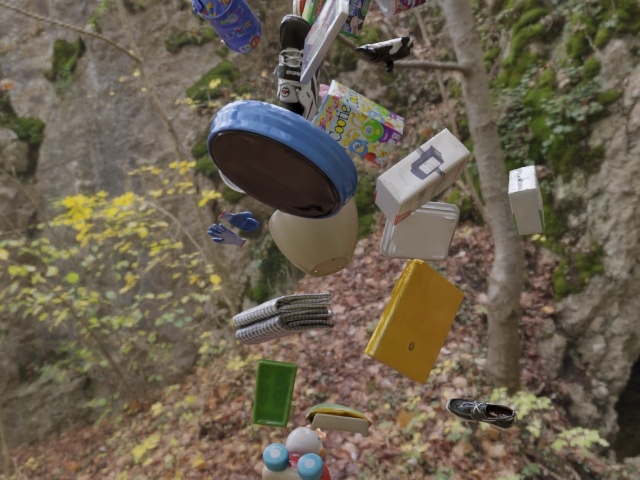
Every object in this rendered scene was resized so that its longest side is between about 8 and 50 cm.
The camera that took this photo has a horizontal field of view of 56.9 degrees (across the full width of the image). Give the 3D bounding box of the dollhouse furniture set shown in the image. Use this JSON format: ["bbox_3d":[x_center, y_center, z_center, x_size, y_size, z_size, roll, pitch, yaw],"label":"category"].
[{"bbox_3d":[-0.017,0.393,1.515,0.302,0.151,0.197,8,-7,-2],"label":"dollhouse furniture set"}]

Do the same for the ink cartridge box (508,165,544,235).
[{"bbox_3d":[0.661,-0.131,1.894,0.087,0.153,0.208,-10,22,24],"label":"ink cartridge box"}]

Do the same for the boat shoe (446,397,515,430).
[{"bbox_3d":[0.558,0.589,2.057,0.233,0.079,0.084,12,50,16],"label":"boat shoe"}]

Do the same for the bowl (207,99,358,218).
[{"bbox_3d":[-0.100,-0.182,1.454,0.391,0.077,0.391,22,-22,9],"label":"bowl"}]

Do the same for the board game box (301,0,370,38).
[{"bbox_3d":[0.080,-0.809,1.824,0.213,0.317,0.046,2,27,-38],"label":"board game box"}]

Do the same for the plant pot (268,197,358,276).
[{"bbox_3d":[0.000,0.000,1.824,0.284,0.191,0.284,-15,-25,-7],"label":"plant pot"}]

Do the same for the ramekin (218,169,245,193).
[{"bbox_3d":[-0.213,-0.249,1.888,0.207,0.207,0.109,-13,-5,17],"label":"ramekin"}]

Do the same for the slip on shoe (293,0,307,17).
[{"bbox_3d":[0.021,-0.796,1.939,0.101,0.123,0.331,17,46,33],"label":"slip on shoe"}]

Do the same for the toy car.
[{"bbox_3d":[-0.040,0.648,1.773,0.210,0.219,0.238,9,38,20],"label":"toy car"}]

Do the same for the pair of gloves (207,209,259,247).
[{"bbox_3d":[-0.330,-0.048,2.251,0.159,0.023,0.198,22,-51,-26],"label":"pair of gloves"}]

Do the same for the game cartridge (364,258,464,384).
[{"bbox_3d":[0.293,0.247,1.796,0.053,0.323,0.285,13,-18,49],"label":"game cartridge"}]

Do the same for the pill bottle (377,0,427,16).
[{"bbox_3d":[0.289,-0.811,1.922,0.193,0.108,0.108,-24,1,-10],"label":"pill bottle"}]

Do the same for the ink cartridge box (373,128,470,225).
[{"bbox_3d":[0.268,-0.167,1.586,0.237,0.100,0.172,-36,-15,-9],"label":"ink cartridge box"}]

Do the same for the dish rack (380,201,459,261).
[{"bbox_3d":[0.448,-0.030,2.607,0.333,0.285,0.072,5,25,-14],"label":"dish rack"}]

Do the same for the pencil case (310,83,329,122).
[{"bbox_3d":[0.015,-0.467,2.282,0.124,0.124,0.284,-12,-32,4],"label":"pencil case"}]

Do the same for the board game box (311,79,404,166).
[{"bbox_3d":[0.123,-0.390,1.973,0.144,0.275,0.142,-58,9,33],"label":"board game box"}]

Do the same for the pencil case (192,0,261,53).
[{"bbox_3d":[-0.257,-0.622,1.642,0.133,0.119,0.306,-35,-6,7],"label":"pencil case"}]

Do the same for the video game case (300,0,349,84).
[{"bbox_3d":[0.010,-0.488,1.360,0.023,0.183,0.201,20,-43,-18],"label":"video game case"}]

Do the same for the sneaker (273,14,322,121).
[{"bbox_3d":[-0.068,-0.470,1.702,0.122,0.330,0.146,10,44,21],"label":"sneaker"}]

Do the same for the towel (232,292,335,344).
[{"bbox_3d":[-0.115,0.270,1.981,0.284,0.121,0.235,2,-22,-46],"label":"towel"}]

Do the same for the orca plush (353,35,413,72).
[{"bbox_3d":[0.239,-0.632,2.031,0.151,0.102,0.287,-10,12,30],"label":"orca plush"}]
